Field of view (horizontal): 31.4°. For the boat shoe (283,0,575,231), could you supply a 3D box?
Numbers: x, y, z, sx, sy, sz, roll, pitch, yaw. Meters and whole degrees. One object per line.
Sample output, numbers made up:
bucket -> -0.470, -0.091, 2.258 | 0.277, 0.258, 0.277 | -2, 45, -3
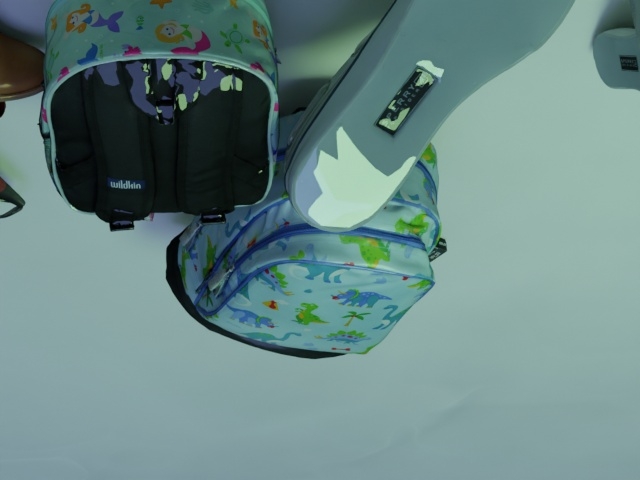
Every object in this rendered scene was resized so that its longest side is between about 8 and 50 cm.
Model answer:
boat shoe -> 0.092, -0.179, 1.060 | 0.136, 0.156, 0.367 | 31, 106, -26

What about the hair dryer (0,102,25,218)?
hair dryer -> -0.408, -0.107, 1.226 | 0.224, 0.080, 0.293 | 6, 161, -28

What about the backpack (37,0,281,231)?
backpack -> -0.146, -0.142, 1.050 | 0.225, 0.191, 0.253 | -2, 157, -6

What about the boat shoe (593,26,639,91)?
boat shoe -> 0.335, -0.167, 1.069 | 0.076, 0.080, 0.228 | -14, -167, -7

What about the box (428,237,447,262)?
box -> 0.117, 0.016, 1.519 | 0.067, 0.018, 0.083 | 16, 145, -30

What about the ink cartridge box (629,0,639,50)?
ink cartridge box -> 0.387, -0.173, 0.855 | 0.279, 0.384, 0.160 | -9, 146, 11

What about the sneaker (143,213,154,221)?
sneaker -> -0.232, -0.090, 1.275 | 0.077, 0.072, 0.178 | 3, 144, 15

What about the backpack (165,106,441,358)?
backpack -> 0.000, 0.000, 1.291 | 0.290, 0.273, 0.355 | 16, 133, -18

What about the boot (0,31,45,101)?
boot -> -0.329, -0.207, 1.047 | 0.197, 0.073, 0.152 | 8, 144, -24
